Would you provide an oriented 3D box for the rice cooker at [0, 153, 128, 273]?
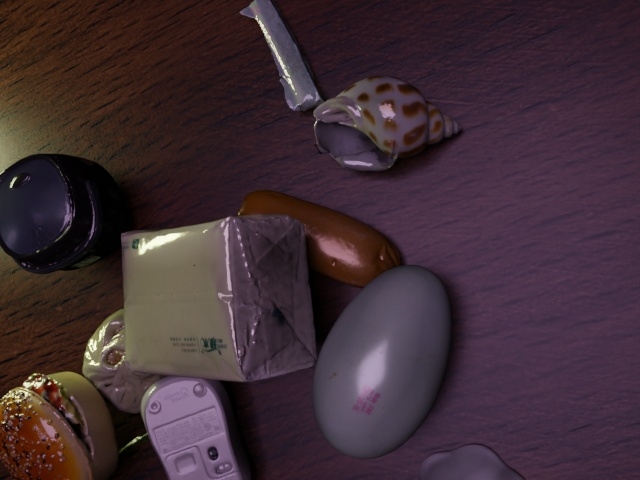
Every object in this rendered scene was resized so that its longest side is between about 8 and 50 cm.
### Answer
[{"bbox_3d":[-0.563,-0.056,1.562,0.267,0.224,0.268,-2,83,17],"label":"rice cooker"}]

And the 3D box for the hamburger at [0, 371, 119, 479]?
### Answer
[{"bbox_3d":[-0.565,0.421,1.503,0.300,0.176,0.301,14,113,34],"label":"hamburger"}]

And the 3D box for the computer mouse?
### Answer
[{"bbox_3d":[-0.247,0.411,1.463,0.184,0.121,0.297,-24,85,1],"label":"computer mouse"}]

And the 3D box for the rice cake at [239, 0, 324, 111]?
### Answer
[{"bbox_3d":[-0.081,-0.400,1.527,0.081,0.051,0.290,-28,76,4],"label":"rice cake"}]

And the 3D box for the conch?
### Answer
[{"bbox_3d":[0.131,-0.231,1.393,0.274,0.183,0.149,20,49,12],"label":"conch"}]

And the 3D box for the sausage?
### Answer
[{"bbox_3d":[0.000,-0.002,1.432,0.353,0.116,0.134,19,65,17],"label":"sausage"}]

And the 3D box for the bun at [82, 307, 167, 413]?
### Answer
[{"bbox_3d":[-0.417,0.257,1.535,0.230,0.133,0.231,-2,83,16],"label":"bun"}]

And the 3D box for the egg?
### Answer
[{"bbox_3d":[0.117,0.219,1.313,0.229,0.230,0.371,22,88,18],"label":"egg"}]

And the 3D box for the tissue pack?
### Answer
[{"bbox_3d":[-0.207,0.108,1.370,0.380,0.207,0.297,-8,87,44],"label":"tissue pack"}]

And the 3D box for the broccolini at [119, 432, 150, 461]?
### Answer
[{"bbox_3d":[-0.372,0.431,1.563,0.254,0.071,0.057,-39,116,18],"label":"broccolini"}]

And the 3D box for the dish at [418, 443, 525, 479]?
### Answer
[{"bbox_3d":[0.272,0.496,1.315,0.229,0.081,0.230,-2,84,17],"label":"dish"}]
